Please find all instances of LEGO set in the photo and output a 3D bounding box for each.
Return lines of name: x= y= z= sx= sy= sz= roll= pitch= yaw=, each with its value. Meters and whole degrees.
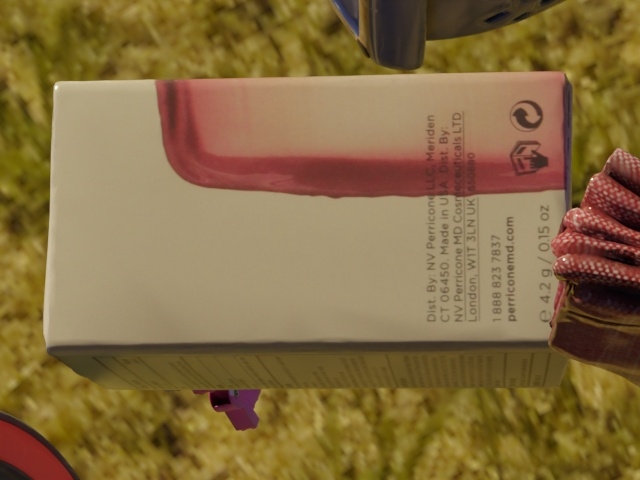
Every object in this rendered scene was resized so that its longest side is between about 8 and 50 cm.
LEGO set: x=-0.070 y=0.080 z=1.625 sx=0.087 sy=0.093 sz=0.227 roll=-13 pitch=32 yaw=29

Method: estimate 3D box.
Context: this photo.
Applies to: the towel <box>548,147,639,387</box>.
towel: x=0.206 y=0.095 z=0.561 sx=0.329 sy=0.237 sz=0.037 roll=33 pitch=87 yaw=11

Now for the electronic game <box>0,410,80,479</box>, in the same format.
electronic game: x=-0.204 y=0.211 z=1.193 sx=0.048 sy=0.229 sz=0.229 roll=-17 pitch=49 yaw=35

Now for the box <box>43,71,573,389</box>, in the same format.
box: x=0.000 y=0.000 z=0.927 sx=0.232 sy=0.148 sz=0.127 roll=0 pitch=79 yaw=4

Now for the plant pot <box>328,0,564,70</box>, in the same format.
plant pot: x=0.083 y=-0.280 z=1.554 sx=0.212 sy=0.236 sz=0.236 roll=-31 pitch=76 yaw=-6
